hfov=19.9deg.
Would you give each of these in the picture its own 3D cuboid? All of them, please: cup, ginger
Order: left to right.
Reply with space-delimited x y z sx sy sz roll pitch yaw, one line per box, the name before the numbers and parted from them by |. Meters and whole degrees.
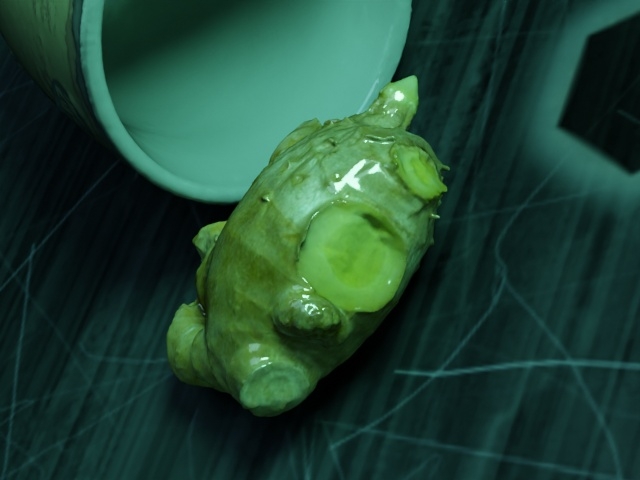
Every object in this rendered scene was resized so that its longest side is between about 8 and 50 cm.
cup | -0.071 -0.186 1.154 0.301 0.227 0.257 -26 34 -24
ginger | 0.000 0.000 1.021 0.216 0.102 0.157 -56 20 -7
